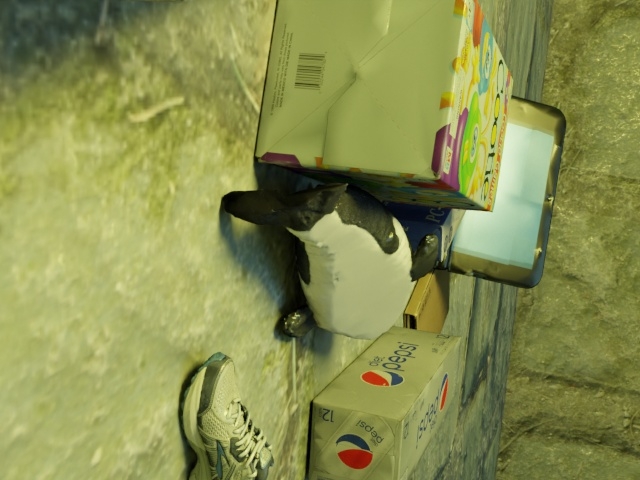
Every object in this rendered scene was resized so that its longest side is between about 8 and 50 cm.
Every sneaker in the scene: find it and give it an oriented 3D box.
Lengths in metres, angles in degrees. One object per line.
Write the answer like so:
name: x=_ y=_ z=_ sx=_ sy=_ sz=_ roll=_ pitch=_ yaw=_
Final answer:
sneaker: x=-0.058 y=0.140 z=0.523 sx=0.052 sy=0.058 sz=0.135 roll=-42 pitch=135 yaw=-60

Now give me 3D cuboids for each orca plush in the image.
orca plush: x=0.000 y=0.000 z=0.639 sx=0.151 sy=0.102 sz=0.287 roll=-39 pitch=151 yaw=13

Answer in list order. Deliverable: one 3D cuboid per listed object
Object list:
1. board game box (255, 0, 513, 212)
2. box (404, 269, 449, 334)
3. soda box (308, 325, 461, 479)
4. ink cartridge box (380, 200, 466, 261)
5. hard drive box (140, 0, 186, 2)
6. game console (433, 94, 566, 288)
board game box: x=0.073 y=-0.111 z=0.656 sx=0.275 sy=0.142 sz=0.144 roll=7 pitch=91 yaw=-70
box: x=0.169 y=0.112 z=1.181 sx=0.201 sy=0.021 sz=0.164 roll=-59 pitch=150 yaw=-48
soda box: x=0.083 y=0.183 z=0.864 sx=0.286 sy=0.098 sz=0.091 roll=-25 pitch=120 yaw=-67
ink cartridge box: x=0.116 y=-0.049 z=0.862 sx=0.207 sy=0.097 sz=0.046 roll=-51 pitch=144 yaw=-54
hard drive box: x=-0.052 y=-0.227 z=0.349 sx=0.232 sy=0.089 sz=0.181 roll=-51 pitch=144 yaw=-54
game console: x=0.245 y=-0.097 z=1.083 sx=0.250 sy=0.174 sz=0.293 roll=30 pitch=69 yaw=-69
